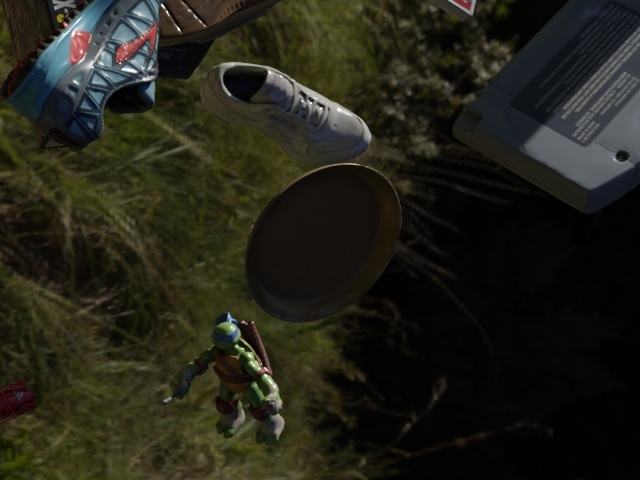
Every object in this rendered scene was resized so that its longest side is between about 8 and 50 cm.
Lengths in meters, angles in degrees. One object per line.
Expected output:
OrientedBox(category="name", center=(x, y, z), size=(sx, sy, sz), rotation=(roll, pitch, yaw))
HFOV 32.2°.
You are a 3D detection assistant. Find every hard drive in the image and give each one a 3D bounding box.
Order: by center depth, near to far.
OrientedBox(category="hard drive", center=(-0.284, -0.431, 2.213), size=(0.172, 0.254, 0.054), rotation=(-2, 53, -39))

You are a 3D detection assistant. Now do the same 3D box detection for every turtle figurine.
OrientedBox(category="turtle figurine", center=(-0.172, 0.301, 2.061), size=(0.274, 0.198, 0.266), rotation=(-108, -178, -46))

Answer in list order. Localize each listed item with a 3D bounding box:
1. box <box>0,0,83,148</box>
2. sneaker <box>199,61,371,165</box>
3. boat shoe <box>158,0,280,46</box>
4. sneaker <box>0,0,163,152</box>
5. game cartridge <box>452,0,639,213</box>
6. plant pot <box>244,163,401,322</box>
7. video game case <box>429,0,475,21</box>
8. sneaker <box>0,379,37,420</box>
OrientedBox(category="box", center=(-0.460, -0.352, 1.890), size=(0.079, 0.257, 0.321), rotation=(-11, 76, -27))
OrientedBox(category="sneaker", center=(-0.056, -0.214, 1.867), size=(0.305, 0.152, 0.114), rotation=(19, 78, -7))
OrientedBox(category="boat shoe", center=(-0.181, -0.325, 1.565), size=(0.341, 0.110, 0.121), rotation=(-22, 78, -33))
OrientedBox(category="sneaker", center=(-0.218, -0.189, 1.156), size=(0.125, 0.104, 0.261), rotation=(48, 52, -18))
OrientedBox(category="game cartridge", center=(0.309, -0.163, 1.202), size=(0.297, 0.198, 0.062), rotation=(-45, 158, -23))
OrientedBox(category="plant pot", center=(0.000, 0.000, 1.459), size=(0.236, 0.032, 0.236), rotation=(-18, 127, -25))
OrientedBox(category="video game case", center=(0.180, -0.507, 1.764), size=(0.204, 0.025, 0.285), rotation=(27, 59, -21))
OrientedBox(category="sneaker", center=(-0.503, 0.248, 1.690), size=(0.128, 0.221, 0.087), rotation=(-26, 94, -18))
